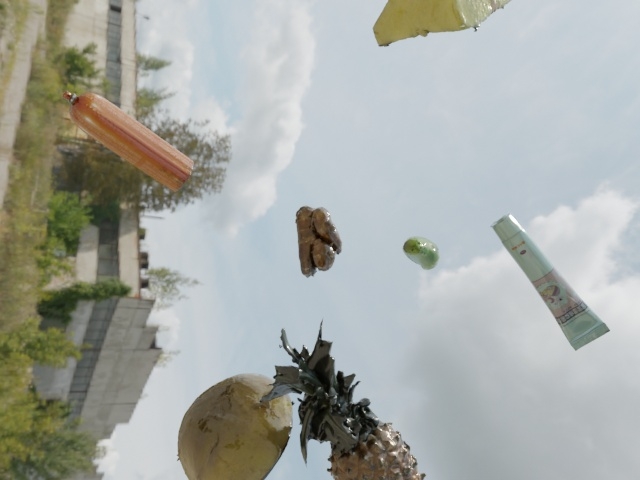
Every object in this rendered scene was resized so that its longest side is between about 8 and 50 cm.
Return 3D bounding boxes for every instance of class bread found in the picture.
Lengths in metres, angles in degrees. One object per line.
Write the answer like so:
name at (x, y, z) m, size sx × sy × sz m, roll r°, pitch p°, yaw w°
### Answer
bread at (0.281, -0.529, 1.209) m, size 0.198 × 0.263 × 0.236 m, roll 52°, pitch -32°, yaw 0°

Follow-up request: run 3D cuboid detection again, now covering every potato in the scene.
potato at (-0.170, 0.337, 0.977) m, size 0.239 × 0.116 × 0.299 m, roll -37°, pitch -160°, yaw -7°

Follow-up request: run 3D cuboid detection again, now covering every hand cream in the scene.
hand cream at (0.491, 0.085, 1.143) m, size 0.085 × 0.331 × 0.058 m, roll -37°, pitch -179°, yaw 11°

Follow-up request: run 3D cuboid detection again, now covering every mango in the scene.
mango at (0.267, 0.027, 1.373) m, size 0.091 × 0.165 × 0.074 m, roll 37°, pitch -89°, yaw 24°

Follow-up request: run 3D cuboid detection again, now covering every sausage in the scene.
sausage at (-0.439, -0.233, 1.194) m, size 0.093 × 0.312 × 0.093 m, roll -33°, pitch -142°, yaw 30°

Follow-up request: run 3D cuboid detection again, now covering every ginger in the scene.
ginger at (0.000, 0.000, 1.152) m, size 0.103 × 0.073 × 0.162 m, roll -5°, pitch -91°, yaw 41°

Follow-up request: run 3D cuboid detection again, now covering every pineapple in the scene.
pineapple at (0.030, 0.304, 0.869) m, size 0.364 × 0.165 × 0.165 m, roll 57°, pitch -28°, yaw -11°
